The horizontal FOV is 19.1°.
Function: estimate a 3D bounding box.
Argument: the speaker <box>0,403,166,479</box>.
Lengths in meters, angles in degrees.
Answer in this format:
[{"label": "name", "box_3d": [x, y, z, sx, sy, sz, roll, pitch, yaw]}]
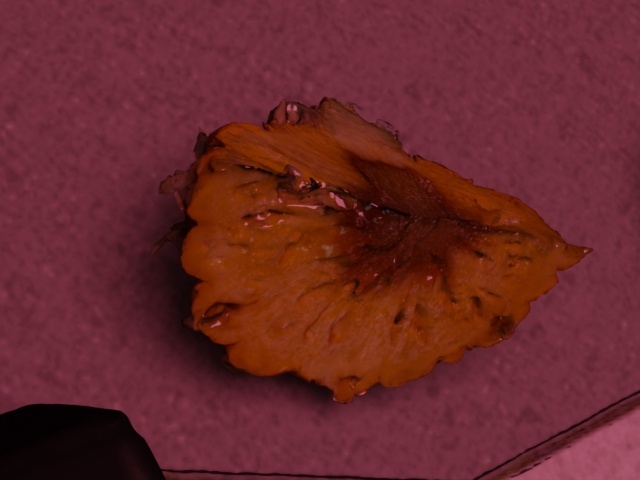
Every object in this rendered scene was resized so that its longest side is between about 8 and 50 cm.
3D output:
[{"label": "speaker", "box_3d": [-0.153, 0.166, 0.803, 0.388, 0.184, 0.180, -18, 79, -60]}]

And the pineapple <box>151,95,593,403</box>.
[{"label": "pineapple", "box_3d": [-0.005, -0.001, 1.077, 0.249, 0.140, 0.164, 7, 28, -38]}]
